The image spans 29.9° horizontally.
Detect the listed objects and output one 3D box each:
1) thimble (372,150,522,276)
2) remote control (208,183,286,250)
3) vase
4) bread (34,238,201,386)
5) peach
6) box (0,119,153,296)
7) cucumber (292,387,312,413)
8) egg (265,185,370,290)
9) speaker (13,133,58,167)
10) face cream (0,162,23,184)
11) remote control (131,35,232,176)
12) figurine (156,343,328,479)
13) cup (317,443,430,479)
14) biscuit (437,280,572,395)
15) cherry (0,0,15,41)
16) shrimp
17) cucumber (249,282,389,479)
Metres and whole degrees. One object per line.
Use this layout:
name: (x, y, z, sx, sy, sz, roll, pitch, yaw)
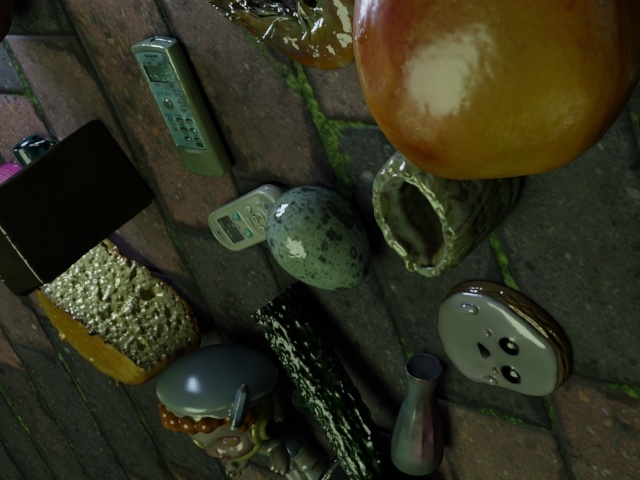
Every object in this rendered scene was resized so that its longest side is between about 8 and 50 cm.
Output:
thimble: (0.153, -0.051, 1.449, 0.137, 0.143, 0.190, 26, 142, 31)
remote control: (-0.106, -0.036, 1.878, 0.078, 0.042, 0.221, 54, 149, -10)
vase: (0.154, 0.267, 1.857, 0.086, 0.086, 0.214, 29, 139, 29)
bread: (-0.386, 0.150, 2.271, 0.340, 0.194, 0.179, 37, 145, 11)
peach: (0.165, -0.221, 1.134, 0.289, 0.289, 0.308, 28, 149, 30)
box: (-0.450, -0.054, 2.058, 0.143, 0.273, 0.184, -18, 111, 53)
cucumber: (0.000, 0.282, 2.084, 0.105, 0.048, 0.048, 7, 130, 47)
egg: (0.000, 0.000, 1.702, 0.172, 0.132, 0.132, 47, 150, -15)
speaker: (-0.525, -0.159, 2.235, 0.094, 0.060, 0.075, -10, 118, 54)
face cream: (-0.651, -0.035, 2.394, 0.175, 0.195, 0.175, 31, 143, 27)
remote control: (-0.210, -0.202, 1.830, 0.098, 0.038, 0.233, 10, 131, 45)
figurine: (-0.136, 0.327, 2.193, 0.225, 0.205, 0.382, 3, 145, 34)
cup: (0.096, 0.438, 2.050, 0.176, 0.169, 0.223, 40, 178, 20)
biscuit: (0.244, 0.140, 1.638, 0.208, 0.049, 0.181, 14, 135, 45)
cherry: (-0.612, -0.412, 1.929, 0.261, 0.221, 0.307, 37, 165, 22)
shrimp: (-0.044, -0.292, 1.513, 0.249, 0.068, 0.150, 13, 121, 36)
cucumber: (0.015, 0.244, 1.931, 0.359, 0.096, 0.096, 58, 148, 3)
